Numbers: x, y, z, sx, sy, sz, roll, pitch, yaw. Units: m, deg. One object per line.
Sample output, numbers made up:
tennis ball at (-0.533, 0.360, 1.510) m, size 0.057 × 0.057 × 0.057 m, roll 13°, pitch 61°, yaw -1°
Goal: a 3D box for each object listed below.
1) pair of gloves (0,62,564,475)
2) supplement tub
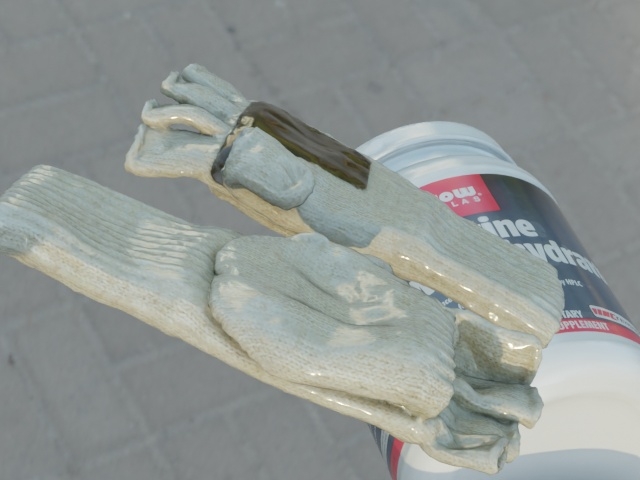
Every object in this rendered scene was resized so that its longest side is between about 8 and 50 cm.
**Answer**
pair of gloves at (0.000, 0.000, 0.635) m, size 0.204 × 0.042 × 0.240 m, roll 26°, pitch 19°, yaw 6°
supplement tub at (0.107, 0.063, 1.139) m, size 0.191 × 0.191 × 0.272 m, roll -3°, pitch 41°, yaw -21°
